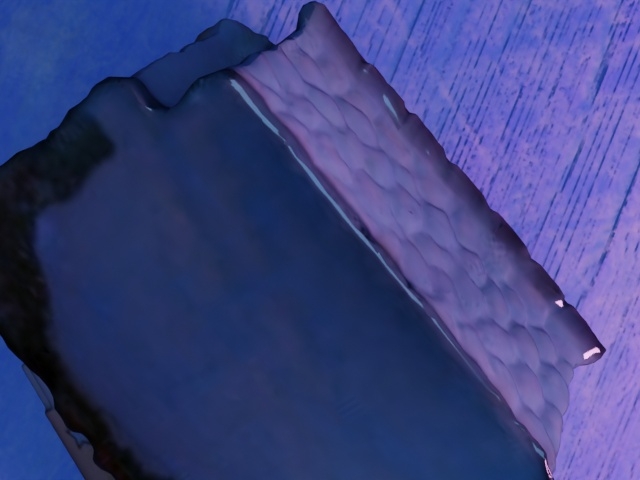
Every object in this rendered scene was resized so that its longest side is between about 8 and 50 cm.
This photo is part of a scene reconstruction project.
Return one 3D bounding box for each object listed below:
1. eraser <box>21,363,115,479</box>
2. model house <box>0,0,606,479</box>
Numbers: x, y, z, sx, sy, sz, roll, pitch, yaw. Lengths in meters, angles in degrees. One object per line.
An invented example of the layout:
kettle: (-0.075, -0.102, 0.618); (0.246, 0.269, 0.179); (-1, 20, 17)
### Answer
eraser: (-0.101, 0.185, 0.888); (0.171, 0.087, 0.290); (-31, 93, -5)
model house: (0.000, 0.000, 0.793); (0.360, 0.339, 0.297); (49, 128, -5)
